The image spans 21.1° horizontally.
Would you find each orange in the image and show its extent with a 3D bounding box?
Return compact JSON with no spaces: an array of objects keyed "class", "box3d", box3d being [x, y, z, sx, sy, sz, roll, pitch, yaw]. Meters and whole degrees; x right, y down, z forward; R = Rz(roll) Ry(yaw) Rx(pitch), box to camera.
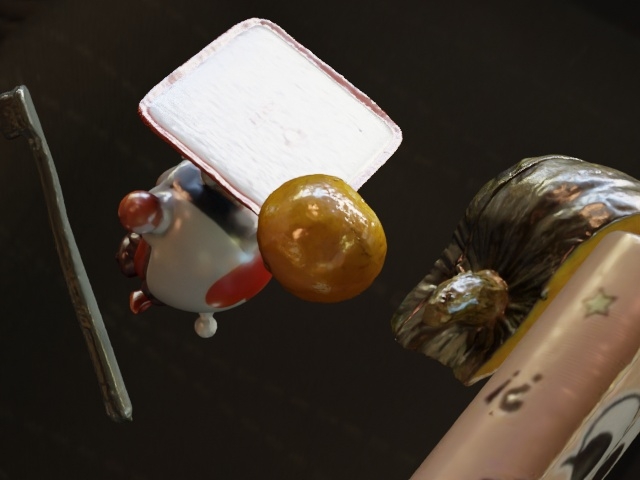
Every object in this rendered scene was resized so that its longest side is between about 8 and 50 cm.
[{"class":"orange","box3d":[0.000,0.000,1.033,0.070,0.083,0.083,-39,75,10]}]

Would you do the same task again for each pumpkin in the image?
[{"class":"pumpkin","box3d":[0.178,0.011,1.437,0.248,0.126,0.131,-27,44,-13]}]

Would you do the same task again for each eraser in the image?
[{"class":"eraser","box3d":[0.111,0.141,0.999,0.087,0.171,0.290,36,76,20]}]

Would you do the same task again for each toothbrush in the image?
[{"class":"toothbrush","box3d":[-0.208,0.016,1.413,0.030,0.030,0.297,-14,103,13]}]

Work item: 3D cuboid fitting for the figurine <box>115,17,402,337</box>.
[{"class":"figurine","box3d":[-0.078,-0.020,1.344,0.160,0.226,0.183,39,42,6]}]
